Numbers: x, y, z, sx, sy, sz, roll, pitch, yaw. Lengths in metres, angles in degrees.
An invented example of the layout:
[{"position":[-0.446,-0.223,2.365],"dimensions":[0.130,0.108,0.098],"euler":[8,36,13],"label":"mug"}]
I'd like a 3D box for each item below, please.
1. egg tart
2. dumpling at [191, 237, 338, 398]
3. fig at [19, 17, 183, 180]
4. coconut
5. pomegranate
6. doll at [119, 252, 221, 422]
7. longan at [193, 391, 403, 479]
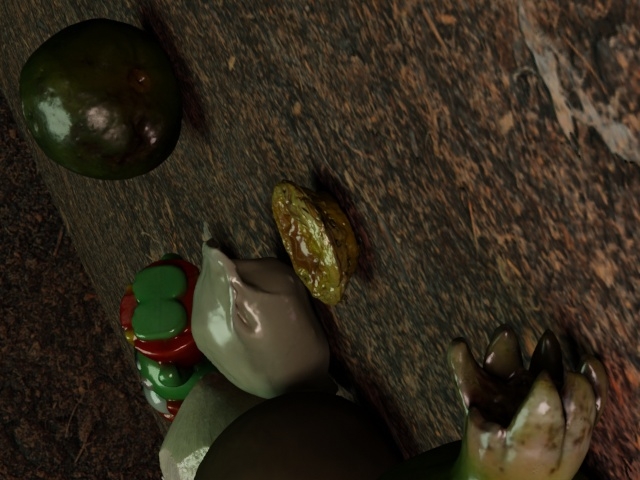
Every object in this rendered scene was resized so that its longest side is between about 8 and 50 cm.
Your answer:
[{"position":[0.000,0.000,1.331],"dimensions":[0.130,0.052,0.130],"euler":[56,162,30],"label":"egg tart"},{"position":[-0.069,0.088,1.568],"dimensions":[0.162,0.132,0.250],"euler":[32,161,48],"label":"dumpling"},{"position":[-0.260,-0.152,1.700],"dimensions":[0.195,0.195,0.245],"euler":[63,156,4],"label":"fig"},{"position":[-0.091,0.270,1.777],"dimensions":[0.224,0.224,0.234],"euler":[35,148,61],"label":"coconut"},{"position":[0.125,0.209,1.009],"dimensions":[0.242,0.242,0.306],"euler":[24,97,68],"label":"pomegranate"},{"position":[-0.165,0.155,1.932],"dimensions":[0.363,0.160,0.183],"euler":[86,176,-60],"label":"doll"},{"position":[-0.024,0.275,1.510],"dimensions":[0.248,0.248,0.248],"euler":[56,163,27],"label":"longan"}]
